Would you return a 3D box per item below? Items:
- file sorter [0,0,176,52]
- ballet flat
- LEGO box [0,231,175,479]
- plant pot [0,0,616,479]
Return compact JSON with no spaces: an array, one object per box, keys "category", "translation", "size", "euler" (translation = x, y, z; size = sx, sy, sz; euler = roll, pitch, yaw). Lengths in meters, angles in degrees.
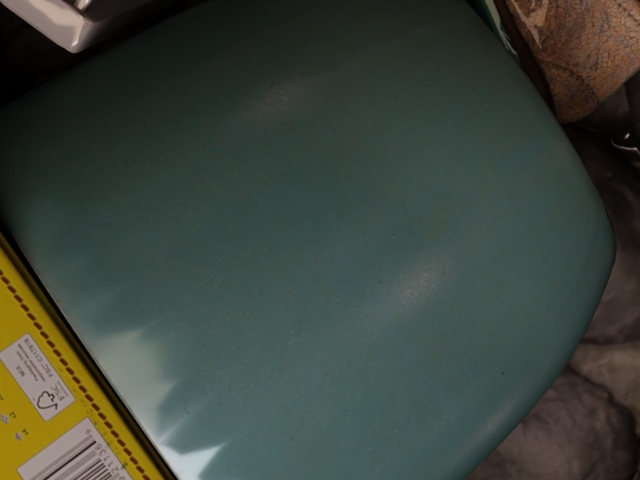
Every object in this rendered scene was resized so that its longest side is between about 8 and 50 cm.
[{"category":"file sorter","translation":[-0.163,-0.252,0.964],"size":[0.277,0.193,0.173],"euler":[37,106,0]},{"category":"ballet flat","translation":[0.084,-0.214,0.981],"size":[0.106,0.107,0.316],"euler":[-28,105,0]},{"category":"LEGO box","translation":[-0.206,0.140,0.967],"size":[0.193,0.372,0.500],"euler":[-36,96,-16]},{"category":"plant pot","translation":[0.000,0.000,0.958],"size":[0.235,0.293,0.293],"euler":[-35,96,-4]}]
